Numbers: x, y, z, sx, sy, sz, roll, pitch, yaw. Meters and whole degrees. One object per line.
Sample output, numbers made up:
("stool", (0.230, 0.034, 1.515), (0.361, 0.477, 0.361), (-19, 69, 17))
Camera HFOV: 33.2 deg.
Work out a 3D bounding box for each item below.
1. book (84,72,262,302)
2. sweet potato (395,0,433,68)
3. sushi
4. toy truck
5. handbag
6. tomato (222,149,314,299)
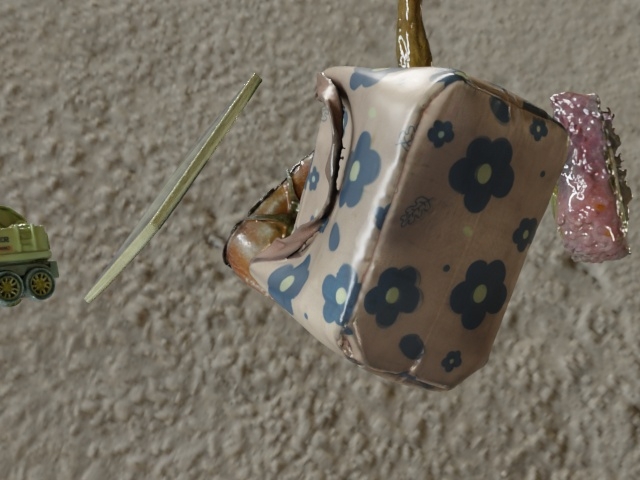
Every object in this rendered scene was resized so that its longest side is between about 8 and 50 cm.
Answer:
("book", (-0.196, -0.072, 1.451), (0.018, 0.228, 0.322), (37, 49, -11))
("sweet potato", (0.137, -0.301, 1.594), (0.054, 0.053, 0.182), (-11, 95, -56))
("sushi", (0.376, -0.076, 1.519), (0.107, 0.241, 0.161), (-8, 34, 20))
("toy truck", (-0.356, 0.013, 1.058), (0.191, 0.085, 0.116), (-5, 84, -41))
("handbag", (0.062, -0.024, 0.915), (0.190, 0.252, 0.193), (18, 6, -36))
("tomato", (0.000, 0.000, 1.401), (0.155, 0.181, 0.214), (41, 88, 13))
